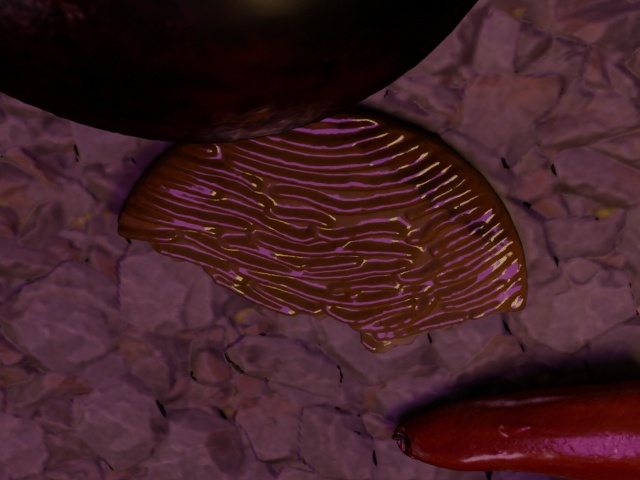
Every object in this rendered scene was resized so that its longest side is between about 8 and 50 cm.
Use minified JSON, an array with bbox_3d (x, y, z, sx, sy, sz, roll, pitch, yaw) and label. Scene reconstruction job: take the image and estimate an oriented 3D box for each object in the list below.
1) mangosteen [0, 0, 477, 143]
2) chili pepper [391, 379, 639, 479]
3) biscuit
[{"bbox_3d":[-0.067,-0.173,0.610,0.307,0.307,0.347,14,153,-7],"label":"mangosteen"},{"bbox_3d":[0.127,0.119,0.926,0.169,0.065,0.088,-2,150,12],"label":"chili pepper"},{"bbox_3d":[0.000,0.001,0.861,0.229,0.031,0.176,-8,122,7],"label":"biscuit"}]
